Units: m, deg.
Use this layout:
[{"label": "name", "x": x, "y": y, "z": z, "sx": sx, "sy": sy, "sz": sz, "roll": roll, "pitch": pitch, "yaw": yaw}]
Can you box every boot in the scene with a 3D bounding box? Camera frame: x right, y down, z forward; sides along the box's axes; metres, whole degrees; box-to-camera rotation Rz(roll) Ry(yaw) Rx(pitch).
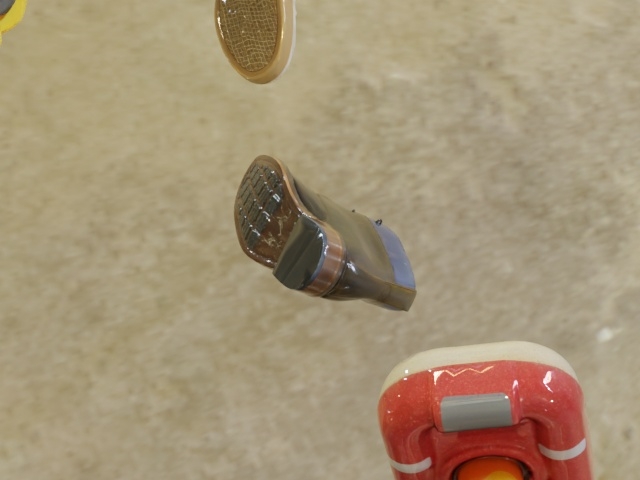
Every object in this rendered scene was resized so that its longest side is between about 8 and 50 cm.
[{"label": "boot", "x": 0.000, "y": 0.000, "z": 1.627, "sx": 0.082, "sy": 0.106, "sz": 0.219, "roll": -60, "pitch": 28, "yaw": 15}]

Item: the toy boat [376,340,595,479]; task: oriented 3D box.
[{"label": "toy boat", "x": 0.126, "y": 0.189, "z": 1.409, "sx": 0.151, "sy": 0.231, "sz": 0.151, "roll": -7, "pitch": 50, "yaw": 9}]

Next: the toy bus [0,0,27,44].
[{"label": "toy bus", "x": -0.219, "y": -0.248, "z": 1.278, "sx": 0.149, "sy": 0.211, "sz": 0.220, "roll": 13, "pitch": 119, "yaw": 41}]

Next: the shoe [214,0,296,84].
[{"label": "shoe", "x": -0.046, "y": -0.219, "z": 1.545, "sx": 0.076, "sy": 0.058, "sz": 0.219, "roll": -29, "pitch": 58, "yaw": 34}]
